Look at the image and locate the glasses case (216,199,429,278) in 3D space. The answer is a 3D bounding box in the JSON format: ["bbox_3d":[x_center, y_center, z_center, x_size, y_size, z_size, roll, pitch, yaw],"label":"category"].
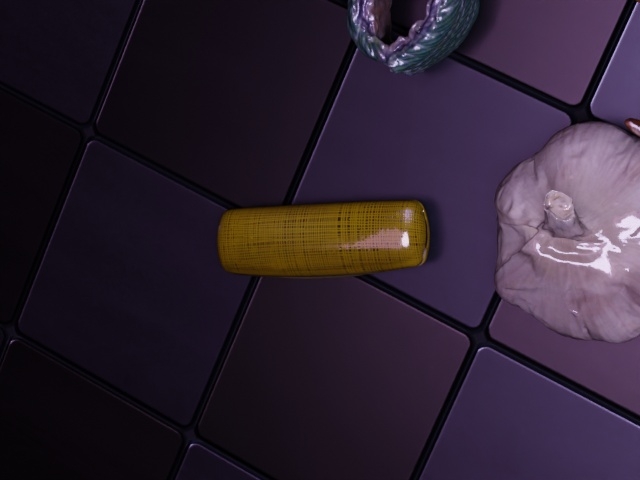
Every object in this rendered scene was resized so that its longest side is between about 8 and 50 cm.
[{"bbox_3d":[0.000,0.000,1.906,0.234,0.064,0.079,-3,86,24],"label":"glasses case"}]

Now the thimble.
[{"bbox_3d":[0.091,-0.239,1.836,0.118,0.090,0.135,40,110,18],"label":"thimble"}]

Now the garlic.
[{"bbox_3d":[0.244,-0.007,1.725,0.218,0.212,0.218,-1,87,23],"label":"garlic"}]

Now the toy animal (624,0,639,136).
[{"bbox_3d":[0.395,-0.205,1.689,0.185,0.122,0.298,42,91,7],"label":"toy animal"}]
